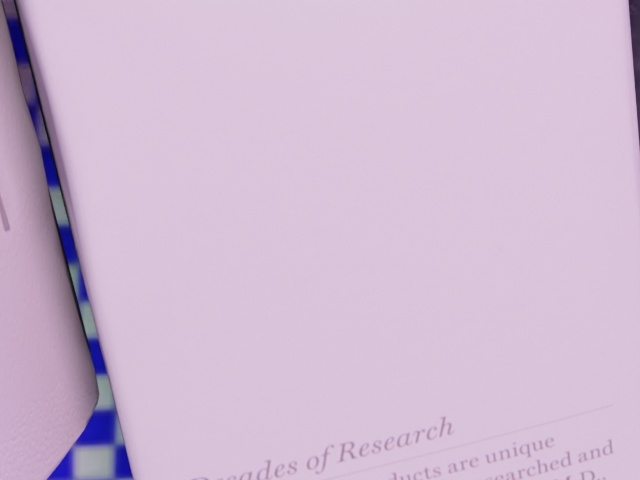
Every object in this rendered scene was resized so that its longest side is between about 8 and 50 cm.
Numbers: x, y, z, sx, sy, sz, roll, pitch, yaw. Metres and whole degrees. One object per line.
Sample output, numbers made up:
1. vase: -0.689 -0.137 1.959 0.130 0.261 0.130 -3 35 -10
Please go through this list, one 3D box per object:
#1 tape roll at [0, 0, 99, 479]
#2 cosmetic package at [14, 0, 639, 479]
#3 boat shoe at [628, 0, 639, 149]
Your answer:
1. tape roll: -0.197 -0.009 0.520 0.246 0.246 0.169 -13 115 -7
2. cosmetic package: 0.000 0.000 0.597 0.156 0.217 0.385 -15 117 -6
3. boat shoe: 0.176 -0.150 0.598 0.187 0.156 0.500 5 113 -14
